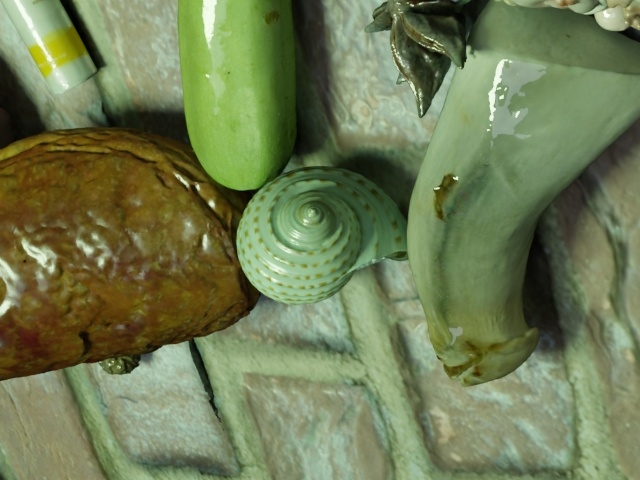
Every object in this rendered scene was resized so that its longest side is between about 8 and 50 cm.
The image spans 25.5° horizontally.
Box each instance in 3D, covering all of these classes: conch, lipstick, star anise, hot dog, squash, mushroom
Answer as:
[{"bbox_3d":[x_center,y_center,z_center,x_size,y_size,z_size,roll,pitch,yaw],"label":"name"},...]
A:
[{"bbox_3d":[-0.004,-0.010,1.421,0.131,0.172,0.200,65,170,-2],"label":"conch"},{"bbox_3d":[-0.328,-0.285,1.524,0.059,0.059,0.264,-13,112,41],"label":"lipstick"},{"bbox_3d":[0.090,-0.200,1.238,0.204,0.061,0.180,116,143,-61],"label":"star anise"},{"bbox_3d":[-0.246,0.019,1.525,0.388,0.174,0.267,-13,122,1],"label":"hot dog"},{"bbox_3d":[-0.083,-0.218,1.360,0.118,0.118,0.370,14,125,27],"label":"squash"},{"bbox_3d":[0.167,-0.030,1.310,0.177,0.126,0.397,26,129,7],"label":"mushroom"}]

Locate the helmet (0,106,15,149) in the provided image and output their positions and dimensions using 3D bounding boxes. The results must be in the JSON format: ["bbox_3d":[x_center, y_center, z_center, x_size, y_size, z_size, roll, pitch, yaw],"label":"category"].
[{"bbox_3d":[-0.514,-0.111,1.623,0.271,0.338,0.197,-151,58,-77],"label":"helmet"}]

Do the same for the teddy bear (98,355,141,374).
[{"bbox_3d":[-0.336,0.096,1.751,0.251,0.129,0.182,3,135,-13],"label":"teddy bear"}]

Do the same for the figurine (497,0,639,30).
[{"bbox_3d":[0.216,-0.238,1.106,0.257,0.182,0.144,17,104,29],"label":"figurine"}]
